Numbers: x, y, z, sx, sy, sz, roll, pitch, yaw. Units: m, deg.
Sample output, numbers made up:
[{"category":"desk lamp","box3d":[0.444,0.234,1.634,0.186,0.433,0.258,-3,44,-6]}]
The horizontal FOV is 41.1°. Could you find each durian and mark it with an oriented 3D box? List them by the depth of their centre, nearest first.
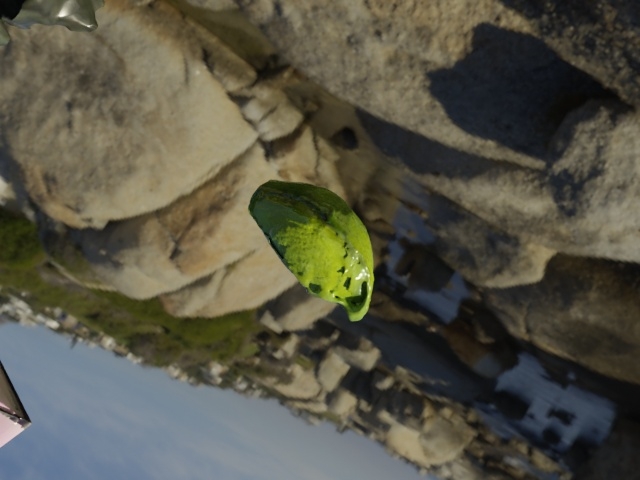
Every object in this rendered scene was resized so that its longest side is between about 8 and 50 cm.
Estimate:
[{"category":"durian","box3d":[0.000,0.000,1.299,0.250,0.101,0.139,42,127,7]}]

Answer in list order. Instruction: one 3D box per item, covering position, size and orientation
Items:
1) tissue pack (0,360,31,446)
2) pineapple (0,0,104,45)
[{"category":"tissue pack","box3d":[-0.433,0.141,0.911,0.246,0.148,0.092,46,170,37]},{"category":"pineapple","box3d":[-0.200,-0.118,0.410,0.248,0.128,0.128,-11,148,26]}]
